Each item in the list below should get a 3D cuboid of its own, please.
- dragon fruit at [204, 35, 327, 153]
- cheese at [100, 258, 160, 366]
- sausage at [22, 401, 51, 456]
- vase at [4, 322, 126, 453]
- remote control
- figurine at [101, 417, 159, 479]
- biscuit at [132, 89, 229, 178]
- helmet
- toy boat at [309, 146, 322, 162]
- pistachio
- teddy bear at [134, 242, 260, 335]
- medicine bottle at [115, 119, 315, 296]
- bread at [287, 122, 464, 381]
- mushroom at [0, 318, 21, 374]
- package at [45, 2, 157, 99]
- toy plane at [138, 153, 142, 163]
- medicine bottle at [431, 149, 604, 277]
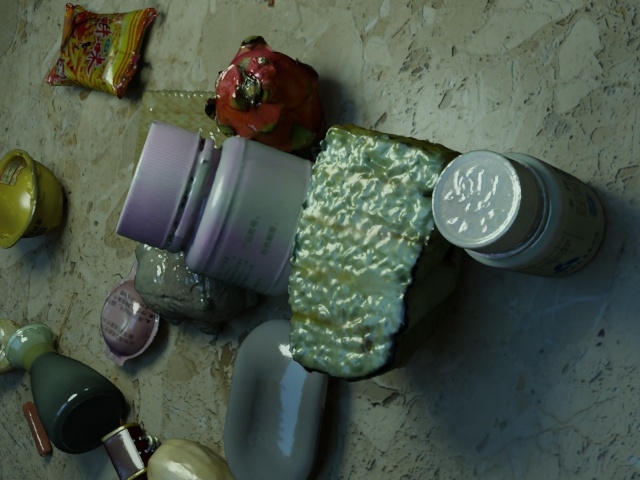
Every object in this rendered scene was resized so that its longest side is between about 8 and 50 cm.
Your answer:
[{"bbox_3d":[-0.103,-0.253,1.636,0.224,0.227,0.224,-16,61,32],"label":"dragon fruit"},{"bbox_3d":[-0.397,0.129,1.885,0.189,0.074,0.285,21,91,36],"label":"cheese"},{"bbox_3d":[-0.663,0.442,2.053,0.147,0.035,0.030,58,147,25],"label":"sausage"},{"bbox_3d":[-0.581,0.315,1.942,0.321,0.173,0.173,33,102,40],"label":"vase"},{"bbox_3d":[-0.085,0.309,1.610,0.221,0.104,0.331,9,88,43],"label":"remote control"},{"bbox_3d":[-0.388,0.432,1.834,0.098,0.082,0.154,-38,61,10],"label":"figurine"},{"bbox_3d":[-0.271,-0.213,1.864,0.325,0.044,0.217,7,88,35],"label":"biscuit"},{"bbox_3d":[-0.681,-0.088,2.083,0.205,0.140,0.257,-44,54,23],"label":"helmet"},{"bbox_3d":[0.007,-0.154,1.659,0.083,0.038,0.038,40,106,32],"label":"toy boat"},{"bbox_3d":[-0.236,0.471,1.679,0.230,0.157,0.157,27,99,30],"label":"pistachio"},{"bbox_3d":[-0.253,0.086,1.734,0.267,0.151,0.235,0,113,50],"label":"teddy bear"},{"bbox_3d":[-0.172,-0.059,1.536,0.256,0.325,0.256,-162,90,-79],"label":"medicine bottle"},{"bbox_3d":[0.112,0.025,1.426,0.239,0.264,0.395,14,95,28],"label":"bread"},{"bbox_3d":[-0.776,0.257,2.117,0.148,0.112,0.148,-1,88,29],"label":"mushroom"},{"bbox_3d":[-0.509,-0.446,2.041,0.288,0.108,0.223,15,87,29],"label":"package"},{"bbox_3d":[-0.265,-0.105,1.752,0.252,0.118,0.252,32,144,27],"label":"toy plane"},{"bbox_3d":[0.289,-0.038,1.276,0.170,0.293,0.170,-6,79,37],"label":"medicine bottle"}]
